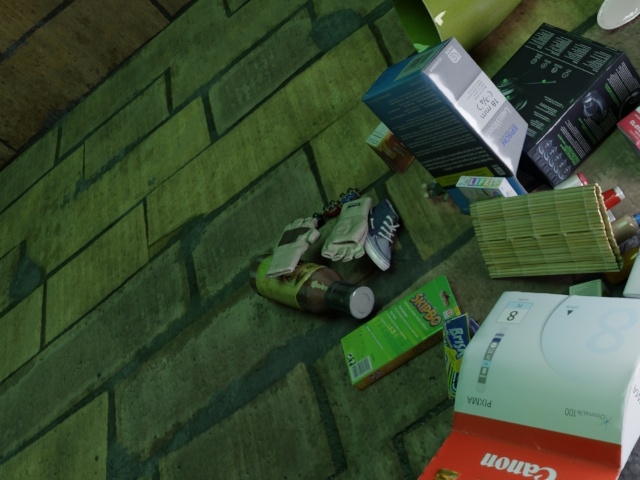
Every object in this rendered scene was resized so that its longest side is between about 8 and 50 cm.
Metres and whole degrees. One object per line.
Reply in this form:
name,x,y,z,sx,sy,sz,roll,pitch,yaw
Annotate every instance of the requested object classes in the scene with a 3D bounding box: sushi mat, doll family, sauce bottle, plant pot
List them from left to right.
sauce bottle,-0.020,0.103,1.932,0.344,0.111,0.111,11,66,48
doll family,0.272,-0.178,1.889,0.111,0.076,0.193,-20,77,60
plant pot,0.352,-0.591,2.097,0.294,0.274,0.275,-30,37,-3
sushi mat,0.387,-0.011,1.555,0.019,0.151,0.316,-22,7,-30

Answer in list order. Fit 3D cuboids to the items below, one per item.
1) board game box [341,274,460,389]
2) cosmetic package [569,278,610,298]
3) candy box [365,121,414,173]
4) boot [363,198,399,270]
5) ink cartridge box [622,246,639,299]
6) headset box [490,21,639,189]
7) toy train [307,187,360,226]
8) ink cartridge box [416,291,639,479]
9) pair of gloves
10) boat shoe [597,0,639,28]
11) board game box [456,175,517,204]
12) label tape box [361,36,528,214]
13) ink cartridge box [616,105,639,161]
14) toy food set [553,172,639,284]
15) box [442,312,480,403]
board game box,0.160,0.180,1.739,0.259,0.039,0.124,-37,38,19
cosmetic package,0.455,0.128,1.481,0.060,0.041,0.115,-18,46,35
candy box,0.202,-0.261,2.038,0.186,0.109,0.053,-51,36,-4
boot,0.135,-0.019,1.915,0.086,0.069,0.190,-40,35,16
ink cartridge box,0.573,0.048,1.360,0.127,0.128,0.176,4,59,48
headset box,0.455,-0.267,1.768,0.283,0.131,0.246,-47,37,1
toy train,0.030,-0.075,2.112,0.158,0.027,0.036,-36,41,17
ink cartridge box,0.324,0.239,1.318,0.308,0.091,0.385,1,41,49
pair of gloves,0.000,0.000,1.940,0.240,0.042,0.204,-18,30,21
boat shoe,0.668,-0.526,1.867,0.206,0.075,0.065,-48,-7,8
board game box,0.340,-0.064,1.678,0.103,0.154,0.026,8,60,48
label tape box,0.269,-0.211,1.706,0.106,0.333,0.241,-50,17,-19
ink cartridge box,0.628,-0.204,1.535,0.175,0.127,0.072,-38,38,13
toy food set,0.497,-0.047,1.540,0.104,0.111,0.232,-33,41,18
box,0.260,0.217,1.581,0.054,0.059,0.169,-24,42,25
